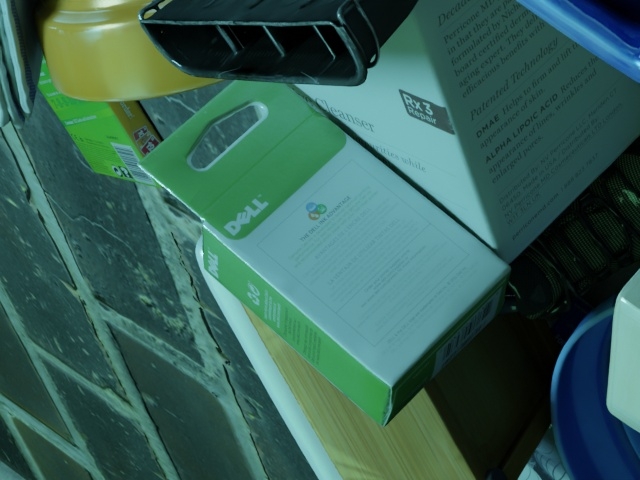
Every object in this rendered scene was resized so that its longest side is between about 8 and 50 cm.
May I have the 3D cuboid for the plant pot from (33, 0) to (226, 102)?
[{"bbox_3d":[-0.109,-0.219,1.249,0.205,0.205,0.188,16,129,50],"label":"plant pot"}]

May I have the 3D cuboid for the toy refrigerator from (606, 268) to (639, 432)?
[{"bbox_3d":[0.250,-0.013,0.855,0.094,0.269,0.102,34,155,25],"label":"toy refrigerator"}]

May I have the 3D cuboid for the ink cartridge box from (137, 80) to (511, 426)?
[{"bbox_3d":[0.000,0.000,1.116,0.209,0.109,0.062,40,157,17],"label":"ink cartridge box"}]

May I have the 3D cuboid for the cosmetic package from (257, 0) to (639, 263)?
[{"bbox_3d":[0.033,-0.192,1.073,0.217,0.156,0.385,25,151,44],"label":"cosmetic package"}]

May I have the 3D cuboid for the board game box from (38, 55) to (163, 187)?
[{"bbox_3d":[-0.237,-0.162,1.750,0.124,0.039,0.259,14,145,50],"label":"board game box"}]

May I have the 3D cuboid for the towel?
[{"bbox_3d":[-0.211,-0.247,1.294,0.034,0.285,0.209,2,149,0],"label":"towel"}]

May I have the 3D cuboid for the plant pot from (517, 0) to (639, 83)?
[{"bbox_3d":[0.132,-0.240,0.745,0.236,0.212,0.236,38,156,17],"label":"plant pot"}]

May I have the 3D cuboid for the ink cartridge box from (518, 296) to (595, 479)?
[{"bbox_3d":[0.221,0.178,1.509,0.165,0.065,0.332,39,156,17],"label":"ink cartridge box"}]

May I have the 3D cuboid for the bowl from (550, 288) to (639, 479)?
[{"bbox_3d":[0.334,0.163,1.212,0.391,0.077,0.391,30,147,22],"label":"bowl"}]

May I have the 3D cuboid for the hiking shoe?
[{"bbox_3d":[0.168,0.005,1.181,0.086,0.114,0.227,49,135,-13],"label":"hiking shoe"}]

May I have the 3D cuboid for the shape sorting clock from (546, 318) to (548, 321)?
[{"bbox_3d":[0.094,0.001,1.449,0.206,0.040,0.206,37,157,19],"label":"shape sorting clock"}]

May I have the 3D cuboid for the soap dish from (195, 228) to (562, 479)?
[{"bbox_3d":[0.058,0.058,1.313,0.118,0.229,0.290,-21,105,35],"label":"soap dish"}]

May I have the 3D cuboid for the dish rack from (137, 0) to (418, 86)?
[{"bbox_3d":[-0.072,-0.207,0.933,0.208,0.074,0.271,9,138,56],"label":"dish rack"}]
